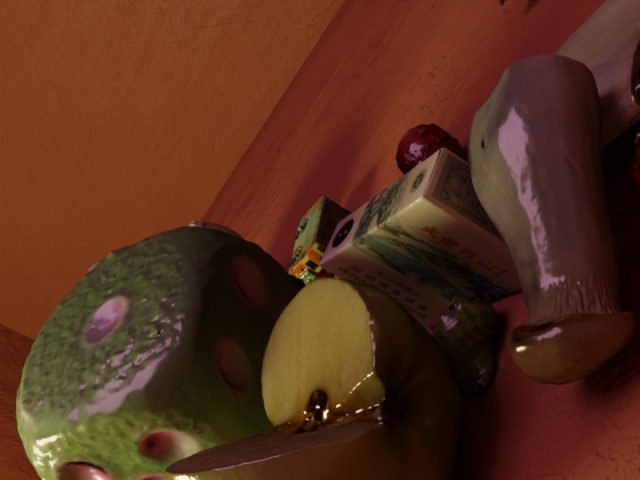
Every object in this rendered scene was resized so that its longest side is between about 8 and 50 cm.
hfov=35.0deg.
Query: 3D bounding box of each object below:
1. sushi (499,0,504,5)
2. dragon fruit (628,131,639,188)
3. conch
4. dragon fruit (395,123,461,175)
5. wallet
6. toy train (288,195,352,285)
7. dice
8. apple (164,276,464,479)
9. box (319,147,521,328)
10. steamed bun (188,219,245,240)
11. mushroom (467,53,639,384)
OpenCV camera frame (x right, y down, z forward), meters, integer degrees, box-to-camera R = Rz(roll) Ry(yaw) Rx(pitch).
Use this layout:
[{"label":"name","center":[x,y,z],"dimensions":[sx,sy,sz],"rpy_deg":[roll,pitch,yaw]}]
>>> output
[{"label":"sushi","center":[0.345,-0.499,1.462],"dimensions":[0.332,0.130,0.124],"rpy_deg":[-47,14,29]},{"label":"dragon fruit","center":[0.329,-0.093,0.823],"dimensions":[0.106,0.083,0.162],"rpy_deg":[48,145,32]},{"label":"conch","center":[0.155,0.110,1.080],"dimensions":[0.089,0.074,0.121],"rpy_deg":[113,153,-50]},{"label":"dragon fruit","center":[0.154,-0.130,1.480],"dimensions":[0.094,0.094,0.190],"rpy_deg":[-57,10,16]},{"label":"wallet","center":[0.297,-0.165,1.101],"dimensions":[0.275,0.068,0.335],"rpy_deg":[-42,16,42]},{"label":"toy train","center":[0.000,0.000,1.787],"dimensions":[0.099,0.072,0.188],"rpy_deg":[-51,17,37]},{"label":"dice","center":[-0.180,0.201,1.361],"dimensions":[0.318,0.330,0.322],"rpy_deg":[-23,39,27]},{"label":"apple","center":[0.017,0.203,1.014],"dimensions":[0.258,0.233,0.295],"rpy_deg":[-22,29,48]},{"label":"box","center":[0.127,0.008,1.135],"dimensions":[0.256,0.164,0.069],"rpy_deg":[-36,27,60]},{"label":"steamed bun","center":[-0.234,0.159,1.947],"dimensions":[0.374,0.241,0.374],"rpy_deg":[-51,15,19]},{"label":"mushroom","center":[0.208,-0.021,0.924],"dimensions":[0.159,0.122,0.328],"rpy_deg":[80,-174,-59]}]
